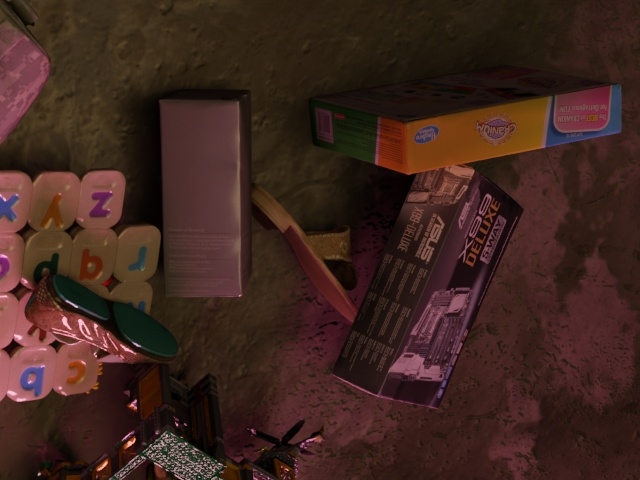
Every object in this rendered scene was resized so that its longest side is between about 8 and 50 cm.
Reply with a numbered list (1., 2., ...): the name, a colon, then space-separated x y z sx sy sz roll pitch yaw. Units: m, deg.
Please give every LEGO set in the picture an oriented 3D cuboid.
1. LEGO set: -0.175 0.280 1.668 0.331 0.192 0.255 29 116 -27

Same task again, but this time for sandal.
1. sandal: 0.003 0.001 1.723 0.079 0.088 0.240 -47 111 -13

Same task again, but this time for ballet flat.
1. ballet flat: -0.252 0.099 1.520 0.067 0.073 0.206 -38 133 20

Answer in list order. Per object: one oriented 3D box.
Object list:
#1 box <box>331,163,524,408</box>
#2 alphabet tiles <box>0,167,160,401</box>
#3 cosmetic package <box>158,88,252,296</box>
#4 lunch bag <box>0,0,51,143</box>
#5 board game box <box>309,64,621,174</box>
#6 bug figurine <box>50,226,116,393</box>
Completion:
1. box: 0.145 0.059 1.747 0.307 0.076 0.242 -66 156 -1
2. alphabet tiles: -0.313 0.051 1.496 0.284 0.021 0.278 -4 113 -37
3. cosmetic package: -0.134 -0.060 1.598 0.107 0.127 0.238 -2 100 4
4. lunch bag: -0.423 -0.132 1.366 0.212 0.256 0.305 42 79 -29
5. board game box: 0.181 -0.159 1.694 0.316 0.242 0.064 -12 107 -25
6. bug figurine: -0.351 0.077 1.556 0.279 0.072 0.216 5 105 -34
